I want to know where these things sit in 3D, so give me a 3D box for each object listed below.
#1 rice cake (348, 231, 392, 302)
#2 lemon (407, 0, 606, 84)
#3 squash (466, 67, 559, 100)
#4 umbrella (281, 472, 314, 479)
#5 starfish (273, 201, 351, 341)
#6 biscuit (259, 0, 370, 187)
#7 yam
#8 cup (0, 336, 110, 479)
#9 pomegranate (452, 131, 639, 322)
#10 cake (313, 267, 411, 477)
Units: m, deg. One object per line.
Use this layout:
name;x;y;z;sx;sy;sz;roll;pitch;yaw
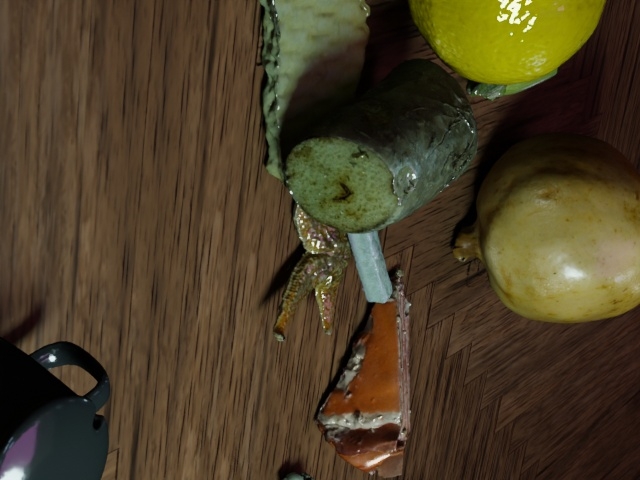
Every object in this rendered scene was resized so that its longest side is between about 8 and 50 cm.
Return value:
rice cake;0.053;-0.003;1.629;0.033;0.033;0.208;-66;149;-44
lemon;0.214;-0.326;1.543;0.245;0.245;0.320;-47;146;-30
squash;0.249;-0.231;1.833;0.132;0.105;0.105;-40;143;-13
umbrella;-0.029;0.365;1.811;0.067;0.062;0.143;-22;136;-11
starfish;-0.003;0.000;1.616;0.138;0.050;0.247;6;93;-61
biscuit;-0.005;-0.207;1.481;0.187;0.036;0.273;-36;137;-41
yam;0.083;-0.104;1.511;0.254;0.154;0.154;-39;140;-50
cup;-0.272;0.163;1.169;0.223;0.176;0.169;-36;135;-40
pomegranate;0.367;-0.014;1.949;0.307;0.307;0.307;-36;138;-41
cake;0.072;0.176;1.824;0.098;0.135;0.287;41;55;-54
